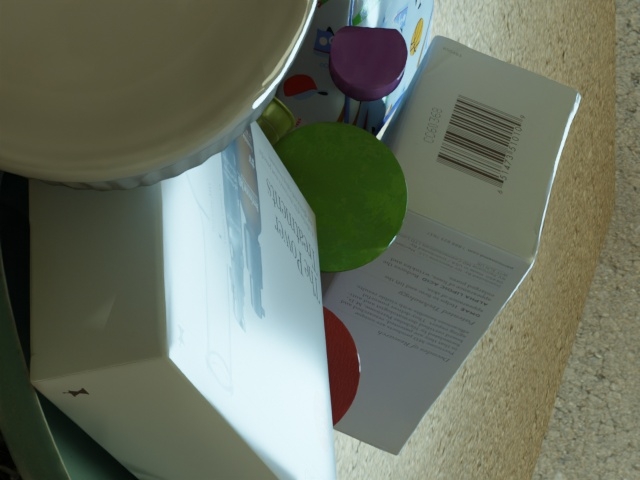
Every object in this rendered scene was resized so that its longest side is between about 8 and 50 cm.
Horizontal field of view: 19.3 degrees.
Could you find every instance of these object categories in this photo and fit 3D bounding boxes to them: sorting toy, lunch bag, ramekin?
[{"bbox_3d":[0.000,0.000,1.586,0.126,0.127,0.366,99,6,-76],"label":"sorting toy"},{"bbox_3d":[0.024,-0.199,1.782,0.303,0.115,0.243,-52,151,-57],"label":"lunch bag"},{"bbox_3d":[-0.129,-0.153,1.080,0.127,0.272,0.273,80,23,-77],"label":"ramekin"}]

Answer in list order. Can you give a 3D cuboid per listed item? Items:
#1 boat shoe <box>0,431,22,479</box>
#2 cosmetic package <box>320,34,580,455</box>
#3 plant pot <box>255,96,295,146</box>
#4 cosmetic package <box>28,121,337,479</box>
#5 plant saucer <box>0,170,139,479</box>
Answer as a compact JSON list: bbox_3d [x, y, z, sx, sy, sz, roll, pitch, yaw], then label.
[{"bbox_3d":[-0.210,0.159,1.286,0.219,0.077,0.070,56,45,-55],"label":"boat shoe"},{"bbox_3d":[0.091,0.015,1.808,0.385,0.156,0.217,115,-4,-55],"label":"cosmetic package"},{"bbox_3d":[-0.075,-0.085,1.594,0.079,0.083,0.083,-62,157,-19],"label":"plant pot"},{"bbox_3d":[-0.086,0.031,1.294,0.377,0.097,0.284,56,27,-60],"label":"cosmetic package"},{"bbox_3d":[-0.161,0.095,1.256,0.317,0.043,0.318,-20,90,-81],"label":"plant saucer"}]
